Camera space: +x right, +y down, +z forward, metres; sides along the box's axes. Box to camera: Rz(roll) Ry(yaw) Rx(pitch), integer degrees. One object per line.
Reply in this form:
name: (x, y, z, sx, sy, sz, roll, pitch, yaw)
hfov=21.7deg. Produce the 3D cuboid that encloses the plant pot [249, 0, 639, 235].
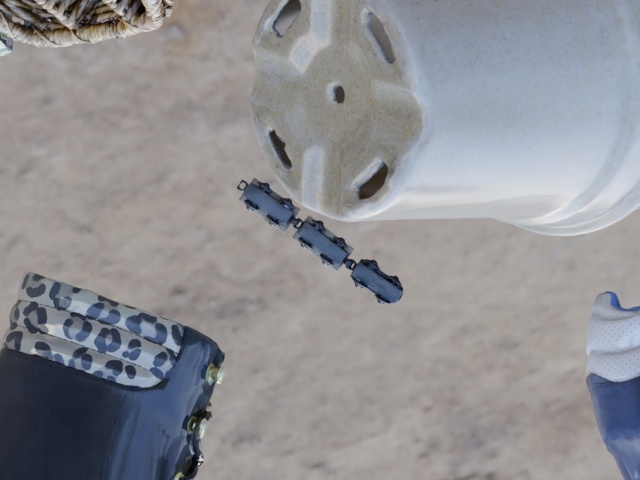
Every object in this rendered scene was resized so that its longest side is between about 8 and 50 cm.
plant pot: (0.114, -0.147, 1.525, 0.305, 0.334, 0.334, -12, 145, -41)

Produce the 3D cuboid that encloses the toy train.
toy train: (0.000, 0.000, 1.333, 0.027, 0.158, 0.036, -54, 176, 2)

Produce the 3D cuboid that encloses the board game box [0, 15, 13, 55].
board game box: (-0.413, -0.324, 1.851, 0.030, 0.136, 0.260, -14, 153, 13)

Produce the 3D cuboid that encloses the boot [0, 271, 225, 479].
boot: (-0.062, 0.132, 0.730, 0.236, 0.179, 0.085, 23, 167, -10)

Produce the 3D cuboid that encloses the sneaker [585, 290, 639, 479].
sneaker: (0.359, 0.090, 1.258, 0.322, 0.236, 0.130, -13, 164, -9)

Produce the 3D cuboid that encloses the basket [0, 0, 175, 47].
basket: (-0.273, -0.301, 1.640, 0.223, 0.213, 0.299, -54, 142, 0)
